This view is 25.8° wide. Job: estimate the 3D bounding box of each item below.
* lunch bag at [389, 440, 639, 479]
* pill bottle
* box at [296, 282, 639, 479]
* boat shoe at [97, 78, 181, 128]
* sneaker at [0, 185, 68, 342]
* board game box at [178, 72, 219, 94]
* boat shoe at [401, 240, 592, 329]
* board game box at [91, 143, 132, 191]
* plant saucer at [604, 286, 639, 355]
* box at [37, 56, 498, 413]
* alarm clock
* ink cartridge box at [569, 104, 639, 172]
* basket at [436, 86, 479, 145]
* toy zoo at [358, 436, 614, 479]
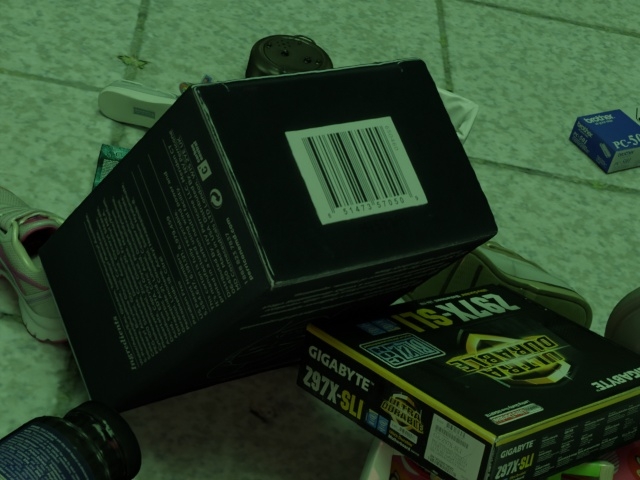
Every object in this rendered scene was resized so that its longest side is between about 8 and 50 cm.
[{"bbox_3d":[0.216,0.225,1.566,0.293,0.120,0.258,13,37,-3],"label":"lunch bag"},{"bbox_3d":[-0.280,0.245,1.343,0.123,0.122,0.219,35,42,22],"label":"pill bottle"},{"bbox_3d":[0.175,0.145,1.451,0.322,0.079,0.257,-9,27,-44],"label":"box"},{"bbox_3d":[-0.219,-0.184,1.966,0.184,0.066,0.063,12,38,11],"label":"boat shoe"},{"bbox_3d":[-0.341,0.001,1.645,0.103,0.111,0.252,-21,51,-37],"label":"sneaker"},{"bbox_3d":[-0.119,-0.185,1.961,0.169,0.033,0.133,29,16,-17],"label":"board game box"},{"bbox_3d":[0.196,0.055,1.768,0.302,0.113,0.103,23,14,-23],"label":"boat shoe"},{"bbox_3d":[-0.207,-0.068,1.849,0.186,0.026,0.126,10,38,-8],"label":"board game box"},{"bbox_3d":[0.494,0.191,1.528,0.401,0.400,0.100,23,62,8],"label":"plant saucer"},{"bbox_3d":[-0.067,0.002,1.465,0.294,0.395,0.212,-12,73,-38],"label":"box"},{"bbox_3d":[-0.042,-0.273,2.139,0.129,0.064,0.192,18,35,2],"label":"alarm clock"},{"bbox_3d":[0.505,-0.167,2.216,0.207,0.046,0.097,-13,46,-33],"label":"ink cartridge box"},{"bbox_3d":[0.130,-0.161,2.026,0.167,0.103,0.113,20,38,6],"label":"basket"},{"bbox_3d":[0.140,0.300,1.403,0.293,0.192,0.030,7,4,-11],"label":"toy zoo"}]
